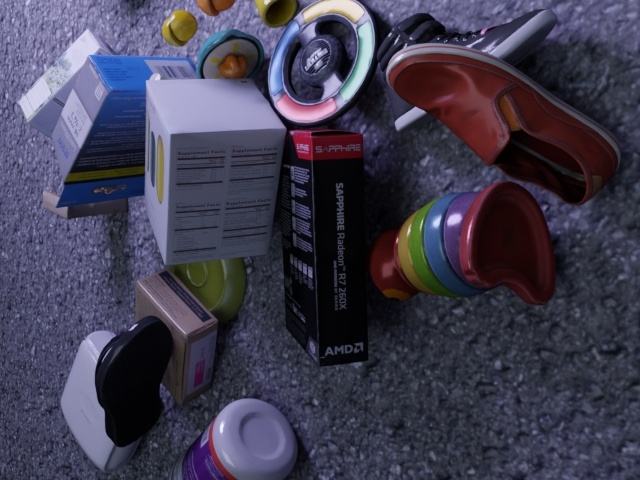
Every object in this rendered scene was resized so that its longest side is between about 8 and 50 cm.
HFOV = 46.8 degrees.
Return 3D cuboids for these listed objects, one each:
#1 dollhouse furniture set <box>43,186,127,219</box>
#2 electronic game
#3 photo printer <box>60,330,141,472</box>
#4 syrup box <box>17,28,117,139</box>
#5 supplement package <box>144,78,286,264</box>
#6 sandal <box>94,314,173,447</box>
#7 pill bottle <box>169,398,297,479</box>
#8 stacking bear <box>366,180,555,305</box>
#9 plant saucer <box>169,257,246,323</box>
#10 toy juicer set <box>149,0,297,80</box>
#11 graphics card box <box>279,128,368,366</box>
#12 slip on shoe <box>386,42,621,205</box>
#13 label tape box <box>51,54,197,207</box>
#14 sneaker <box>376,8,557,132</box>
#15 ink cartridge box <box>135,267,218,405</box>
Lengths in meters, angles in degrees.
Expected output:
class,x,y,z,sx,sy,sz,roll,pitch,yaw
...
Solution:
class,x,y,z,sx,sy,sz,roll,pitch,yaw
dollhouse furniture set,-0.538,-0.186,1.703,0.212,0.161,0.242,20,112,38
electronic game,0.002,-0.298,1.229,0.229,0.048,0.229,-11,71,35
photo printer,-0.546,0.420,1.874,0.256,0.107,0.307,46,126,25
syrup box,-0.554,-0.345,1.653,0.237,0.096,0.093,-43,53,6
supplement package,-0.198,-0.126,1.316,0.199,0.198,0.263,-122,34,-46
sandal,-0.416,0.294,1.561,0.107,0.167,0.446,43,140,21
pill bottle,-0.194,0.475,1.520,0.181,0.181,0.323,54,129,19
stacking bear,0.181,0.020,1.110,0.289,0.175,0.164,-16,61,52
plant saucer,-0.254,0.064,1.585,0.241,0.037,0.241,10,105,41
toy juicer set,-0.196,-0.328,1.334,0.329,0.209,0.089,-51,57,35
graphics card box,0.000,0.000,1.238,0.233,0.094,0.371,-153,61,-71
slip on shoe,0.232,-0.154,0.970,0.331,0.101,0.123,30,148,5
label tape box,-0.413,-0.225,1.528,0.106,0.240,0.334,55,129,18
sneaker,0.189,-0.284,1.065,0.296,0.104,0.147,-29,84,46
ink cartridge box,-0.318,0.209,1.606,0.193,0.088,0.235,40,137,28
